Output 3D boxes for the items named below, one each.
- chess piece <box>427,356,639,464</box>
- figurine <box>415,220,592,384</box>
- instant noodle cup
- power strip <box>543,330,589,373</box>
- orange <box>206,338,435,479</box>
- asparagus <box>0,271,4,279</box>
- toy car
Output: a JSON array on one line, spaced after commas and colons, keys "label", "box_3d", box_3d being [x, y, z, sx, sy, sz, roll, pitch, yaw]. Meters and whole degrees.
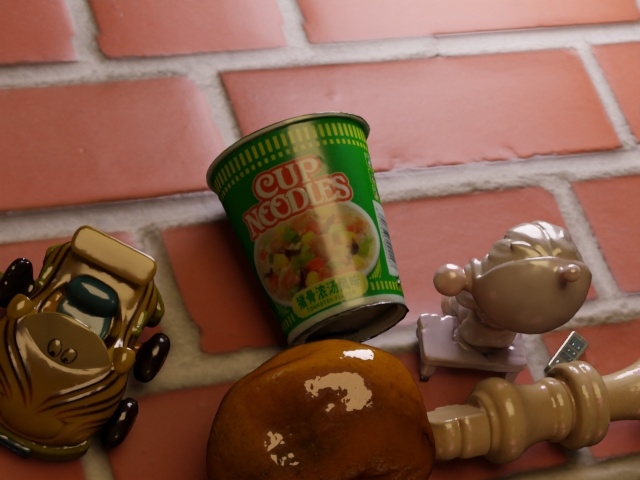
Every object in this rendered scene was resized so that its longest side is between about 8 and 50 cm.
[{"label": "chess piece", "box_3d": [0.295, 0.190, 2.059, 0.397, 0.117, 0.117, -8, 60, -24]}, {"label": "figurine", "box_3d": [0.212, 0.066, 2.020, 0.182, 0.256, 0.144, 24, 54, -6]}, {"label": "instant noodle cup", "box_3d": [0.000, 0.000, 2.037, 0.207, 0.207, 0.232, -11, 69, -27]}, {"label": "power strip", "box_3d": [0.299, 0.143, 2.151, 0.027, 0.017, 0.083, 37, 51, 8]}, {"label": "orange", "box_3d": [-0.005, 0.201, 1.871, 0.249, 0.249, 0.183, -8, 45, -26]}, {"label": "asparagus", "box_3d": [-0.385, 0.026, 1.963, 0.248, 0.024, 0.025, 34, 86, 2]}, {"label": "toy car", "box_3d": [-0.263, 0.105, 1.867, 0.200, 0.142, 0.248, 25, 64, -4]}]
